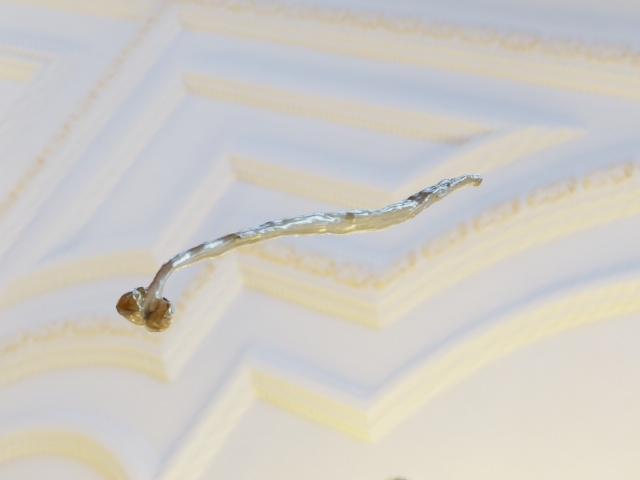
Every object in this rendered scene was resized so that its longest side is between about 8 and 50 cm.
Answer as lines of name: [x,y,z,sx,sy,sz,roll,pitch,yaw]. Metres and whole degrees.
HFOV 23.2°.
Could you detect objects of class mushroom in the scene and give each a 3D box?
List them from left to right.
mushroom: [0.000,-0.006,0.819,0.026,0.028,0.286,13,-155,37]
